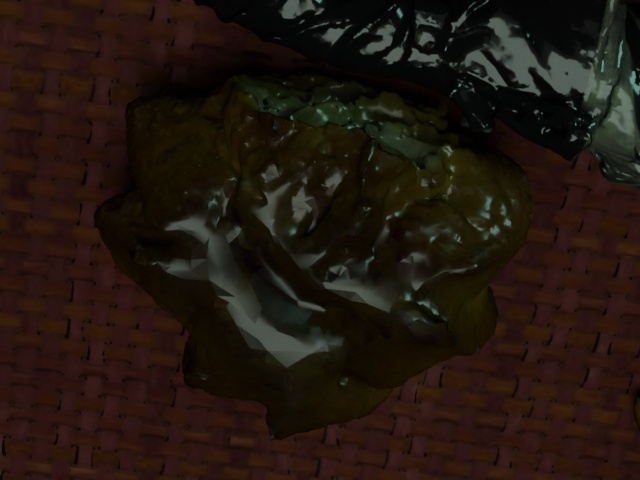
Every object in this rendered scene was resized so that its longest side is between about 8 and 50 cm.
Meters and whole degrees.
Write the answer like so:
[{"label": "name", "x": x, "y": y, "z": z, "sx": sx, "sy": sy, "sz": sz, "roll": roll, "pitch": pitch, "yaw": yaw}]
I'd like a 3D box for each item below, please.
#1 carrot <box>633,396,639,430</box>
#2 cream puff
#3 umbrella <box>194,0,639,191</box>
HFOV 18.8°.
[{"label": "carrot", "x": 0.272, "y": 0.174, "z": 1.377, "sx": 0.037, "sy": 0.037, "sz": 0.190, "roll": -27, "pitch": 115, "yaw": 17}, {"label": "cream puff", "x": 0.000, "y": 0.000, "z": 1.202, "sx": 0.269, "sy": 0.155, "sz": 0.241, "roll": -13, "pitch": 117, "yaw": 16}, {"label": "umbrella", "x": 0.072, "y": -0.124, "z": 1.138, "sx": 0.357, "sy": 0.106, "sz": 0.113, "roll": 17, "pitch": 82, "yaw": -7}]
